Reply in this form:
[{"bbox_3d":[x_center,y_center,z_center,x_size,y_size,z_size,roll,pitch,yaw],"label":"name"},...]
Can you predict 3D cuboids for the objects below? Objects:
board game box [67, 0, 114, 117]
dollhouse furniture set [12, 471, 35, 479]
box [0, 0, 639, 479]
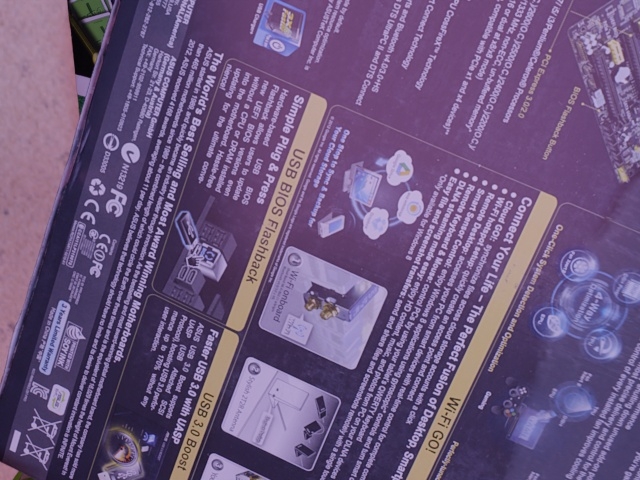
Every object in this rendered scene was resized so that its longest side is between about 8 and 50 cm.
[{"bbox_3d":[-0.031,-0.073,0.601,0.259,0.030,0.136,18,127,26],"label":"board game box"},{"bbox_3d":[-0.039,0.215,0.727,0.301,0.151,0.197,45,143,-17],"label":"dollhouse furniture set"},{"bbox_3d":[0.051,-0.013,0.480,0.318,0.097,0.395,24,110,8],"label":"box"}]
